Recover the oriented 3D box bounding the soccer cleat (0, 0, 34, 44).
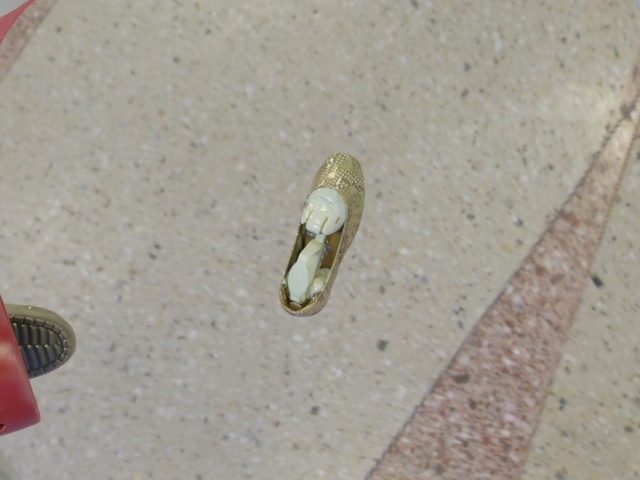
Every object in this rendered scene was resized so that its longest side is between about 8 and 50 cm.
[{"bbox_3d":[-0.123,-0.172,0.557,0.083,0.095,0.248,9,43,19],"label":"soccer cleat"}]

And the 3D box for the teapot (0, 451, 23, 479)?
[{"bbox_3d":[-0.286,0.265,0.886,0.187,0.256,0.252,31,97,-6],"label":"teapot"}]

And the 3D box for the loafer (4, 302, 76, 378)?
[{"bbox_3d":[-0.443,0.121,1.512,0.268,0.092,0.102,-3,113,2],"label":"loafer"}]

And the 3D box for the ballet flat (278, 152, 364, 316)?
[{"bbox_3d":[0.000,0.000,1.380,0.073,0.067,0.206,19,107,17],"label":"ballet flat"}]

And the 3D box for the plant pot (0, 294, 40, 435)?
[{"bbox_3d":[-0.427,0.146,1.343,0.174,0.191,0.191,-19,64,-14],"label":"plant pot"}]

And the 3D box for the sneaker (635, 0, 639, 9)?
[{"bbox_3d":[0.238,-0.163,0.708,0.094,0.091,0.258,-23,62,-17],"label":"sneaker"}]
